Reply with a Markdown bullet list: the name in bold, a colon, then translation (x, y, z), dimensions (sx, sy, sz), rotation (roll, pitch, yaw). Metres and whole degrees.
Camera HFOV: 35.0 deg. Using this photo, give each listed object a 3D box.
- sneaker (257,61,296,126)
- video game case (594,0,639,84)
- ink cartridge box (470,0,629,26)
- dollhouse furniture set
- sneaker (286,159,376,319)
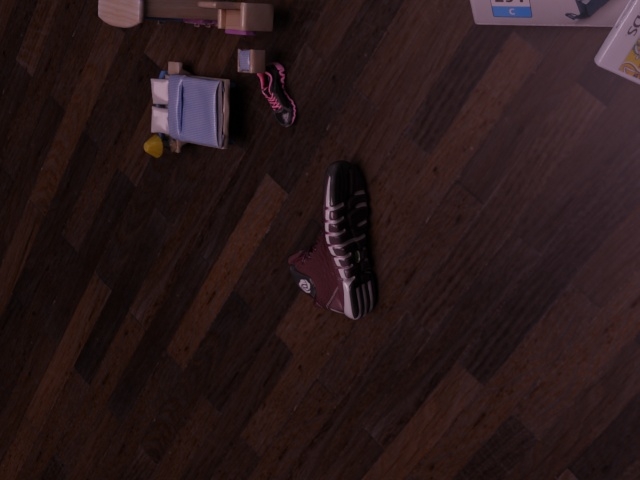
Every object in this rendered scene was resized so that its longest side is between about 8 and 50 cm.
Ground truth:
- **sneaker**: translation (-0.084, -0.260, 1.822), dimensions (0.047, 0.057, 0.119), rotation (-17, 92, 35)
- **video game case**: translation (0.508, -0.277, 1.321), dimensions (0.227, 0.026, 0.206), rotation (21, 120, -11)
- **ink cartridge box**: translation (0.333, -0.409, 1.366), dimensions (0.296, 0.066, 0.261), rotation (7, 142, 26)
- **dollhouse furniture set**: translation (-0.252, -0.280, 1.816), dimensions (0.286, 0.198, 0.303), rotation (18, 110, 46)
- **sneaker**: translation (0.000, 0.000, 1.796), dimensions (0.162, 0.106, 0.281), rotation (3, 103, 39)
